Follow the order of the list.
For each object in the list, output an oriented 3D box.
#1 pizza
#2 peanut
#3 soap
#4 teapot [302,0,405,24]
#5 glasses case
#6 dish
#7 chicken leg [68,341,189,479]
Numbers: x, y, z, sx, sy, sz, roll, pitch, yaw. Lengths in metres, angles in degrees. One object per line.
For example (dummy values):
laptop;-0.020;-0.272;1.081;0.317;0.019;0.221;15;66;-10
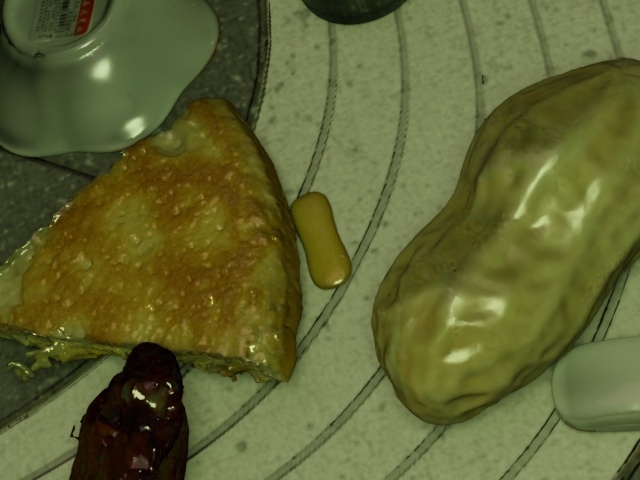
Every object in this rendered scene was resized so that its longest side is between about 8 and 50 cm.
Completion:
pizza;-0.155;0.019;1.501;0.287;0.075;0.280;-14;54;12
peanut;0.150;-0.008;1.368;0.152;0.152;0.313;34;78;30
soap;0.000;0.000;1.492;0.034;0.012;0.089;-22;57;6
teapot;0.038;-0.251;1.565;0.149;0.108;0.111;-23;59;5
glasses case;0.241;0.097;1.343;0.164;0.041;0.063;-7;58;15
dish;-0.204;-0.180;1.620;0.229;0.081;0.229;-8;59;13
chicken leg;-0.141;0.225;1.326;0.083;0.177;0.323;16;77;-13
